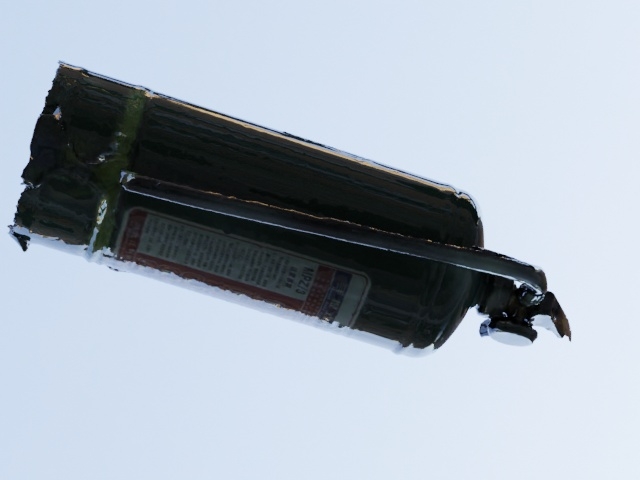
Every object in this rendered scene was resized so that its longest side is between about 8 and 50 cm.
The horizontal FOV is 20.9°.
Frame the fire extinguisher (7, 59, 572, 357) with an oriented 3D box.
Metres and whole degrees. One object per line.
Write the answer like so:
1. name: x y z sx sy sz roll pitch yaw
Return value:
1. fire extinguisher: 0.000 0.000 0.847 0.294 0.118 0.093 17 -109 -7
